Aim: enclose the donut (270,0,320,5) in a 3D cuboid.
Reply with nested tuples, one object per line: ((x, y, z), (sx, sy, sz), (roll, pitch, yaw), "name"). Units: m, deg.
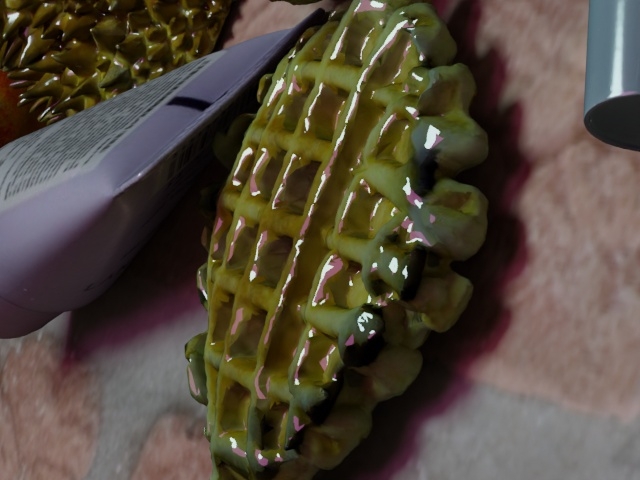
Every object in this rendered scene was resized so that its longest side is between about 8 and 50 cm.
((-0.036, -0.238, 0.902), (0.128, 0.208, 0.261), (-10, 56, 62), "donut")

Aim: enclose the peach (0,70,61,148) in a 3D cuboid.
((-0.207, -0.074, 1.235), (0.101, 0.100, 0.101), (-39, 41, 46), "peach")

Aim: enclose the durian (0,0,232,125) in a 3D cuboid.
((-0.128, -0.128, 1.147), (0.139, 0.144, 0.252), (-36, 16, -13), "durian")

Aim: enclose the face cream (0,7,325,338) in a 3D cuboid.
((-0.112, -0.030, 1.026), (0.154, 0.096, 0.274), (-43, 8, -38), "face cream")

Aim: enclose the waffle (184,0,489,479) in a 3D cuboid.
((0.000, 0.000, 0.848), (0.214, 0.054, 0.208), (-46, 35, 41), "waffle")

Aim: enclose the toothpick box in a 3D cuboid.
((0.118, -0.078, 0.685), (0.052, 0.052, 0.083), (-24, 54, 55), "toothpick box")
